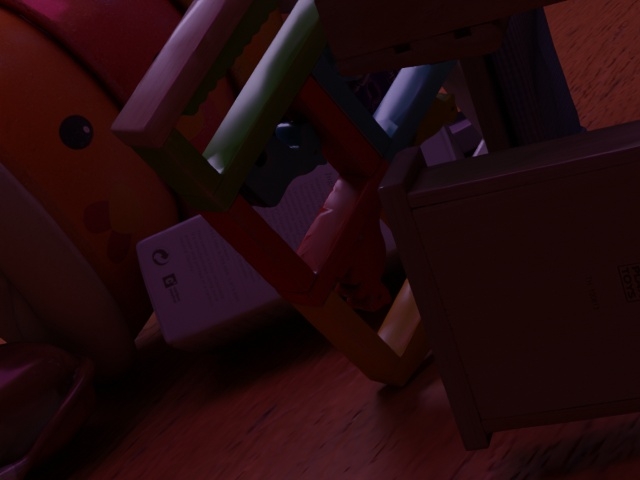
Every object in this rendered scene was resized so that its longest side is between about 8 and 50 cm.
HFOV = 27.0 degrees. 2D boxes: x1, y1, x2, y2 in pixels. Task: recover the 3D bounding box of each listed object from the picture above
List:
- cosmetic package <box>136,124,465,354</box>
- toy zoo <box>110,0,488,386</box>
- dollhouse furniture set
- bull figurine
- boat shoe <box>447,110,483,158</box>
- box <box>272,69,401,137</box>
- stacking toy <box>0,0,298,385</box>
[{"bbox_3d":[0.000,0.000,0.945,0.231,0.085,0.117,-22,-11,11],"label":"cosmetic package"},{"bbox_3d":[0.028,-0.047,0.770,0.030,0.293,0.192,7,60,46],"label":"toy zoo"},{"bbox_3d":[0.155,-0.086,0.670,0.198,0.286,0.303,-12,21,20],"label":"dollhouse furniture set"},{"bbox_3d":[-0.286,0.143,0.980,0.310,0.101,0.188,-19,22,48],"label":"bull figurine"},{"bbox_3d":[0.094,-0.066,1.103,0.229,0.080,0.076,-26,8,-2],"label":"boat shoe"},{"bbox_3d":[0.013,-0.125,1.300,0.108,0.153,0.207,-15,19,36],"label":"box"},{"bbox_3d":[-0.149,-0.152,1.098,0.480,0.350,0.351,-47,21,-20],"label":"stacking toy"}]
